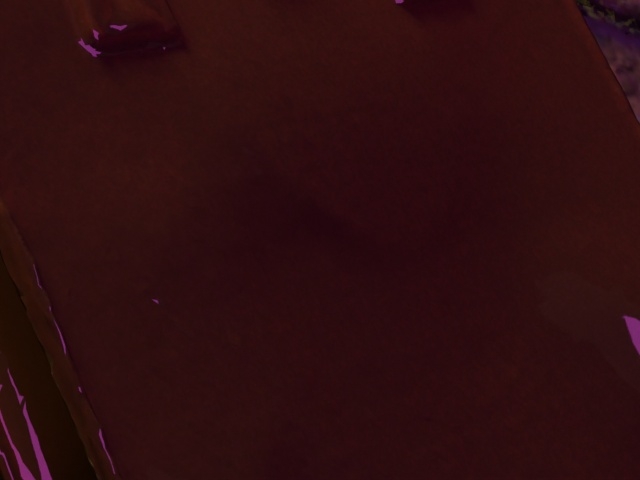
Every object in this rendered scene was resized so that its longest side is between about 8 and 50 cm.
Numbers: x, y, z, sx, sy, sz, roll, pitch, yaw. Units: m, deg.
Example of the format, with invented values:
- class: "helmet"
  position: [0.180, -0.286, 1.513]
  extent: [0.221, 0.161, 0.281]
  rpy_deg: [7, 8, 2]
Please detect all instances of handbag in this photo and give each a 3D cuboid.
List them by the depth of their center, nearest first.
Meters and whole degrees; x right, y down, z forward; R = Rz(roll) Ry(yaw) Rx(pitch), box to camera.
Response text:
- class: "handbag"
  position: [0.001, 0.000, 0.523]
  extent: [0.260, 0.084, 0.275]
  rpy_deg: [-14, 75, -35]
